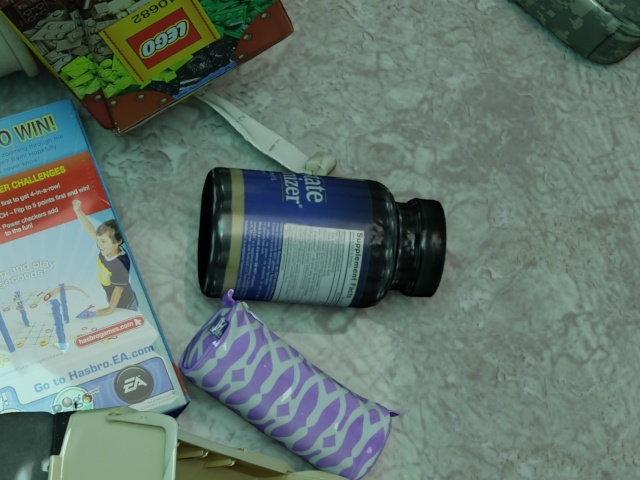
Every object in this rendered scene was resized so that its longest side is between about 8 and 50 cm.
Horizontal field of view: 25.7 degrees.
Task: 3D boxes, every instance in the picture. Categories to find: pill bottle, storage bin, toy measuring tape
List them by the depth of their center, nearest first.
[{"bbox_3d":[-0.088,0.280,1.096,0.123,0.262,0.260,-11,67,29],"label":"storage bin"},{"bbox_3d":[0.000,0.000,1.304,0.219,0.123,0.122,4,74,-11],"label":"pill bottle"},{"bbox_3d":[-0.106,-0.189,1.332,0.330,0.121,0.121,35,71,3],"label":"toy measuring tape"}]

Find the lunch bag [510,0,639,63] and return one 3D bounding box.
[{"bbox_3d":[0.282,-0.356,1.391,0.305,0.256,0.212,41,71,2],"label":"lunch bag"}]

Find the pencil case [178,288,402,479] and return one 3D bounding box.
[{"bbox_3d":[-0.030,0.135,1.260,0.206,0.086,0.088,39,61,-16],"label":"pencil case"}]

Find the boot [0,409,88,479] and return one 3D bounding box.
[{"bbox_3d":[-0.289,0.294,1.105,0.223,0.118,0.338,1,72,-13],"label":"boot"}]

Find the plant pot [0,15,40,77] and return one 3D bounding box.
[{"bbox_3d":[-0.460,-0.205,1.192,0.305,0.334,0.334,-33,83,-6],"label":"plant pot"}]

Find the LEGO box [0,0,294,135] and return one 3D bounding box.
[{"bbox_3d":[-0.254,-0.392,1.155,0.193,0.372,0.500,-30,66,2],"label":"LEGO box"}]

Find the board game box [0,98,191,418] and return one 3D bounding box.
[{"bbox_3d":[-0.314,0.064,1.241,0.308,0.086,0.302,-19,79,-16],"label":"board game box"}]
